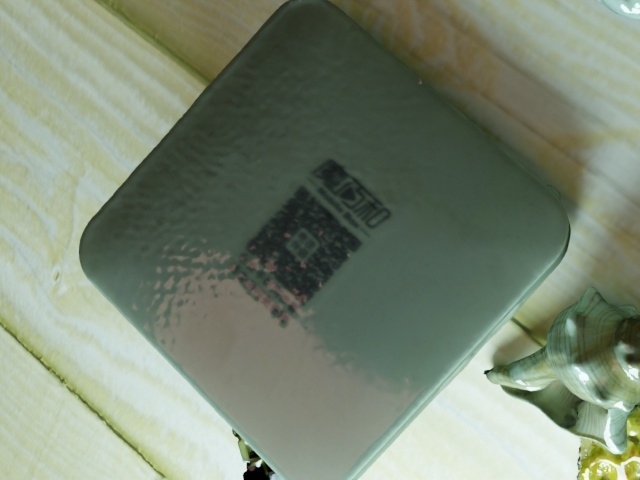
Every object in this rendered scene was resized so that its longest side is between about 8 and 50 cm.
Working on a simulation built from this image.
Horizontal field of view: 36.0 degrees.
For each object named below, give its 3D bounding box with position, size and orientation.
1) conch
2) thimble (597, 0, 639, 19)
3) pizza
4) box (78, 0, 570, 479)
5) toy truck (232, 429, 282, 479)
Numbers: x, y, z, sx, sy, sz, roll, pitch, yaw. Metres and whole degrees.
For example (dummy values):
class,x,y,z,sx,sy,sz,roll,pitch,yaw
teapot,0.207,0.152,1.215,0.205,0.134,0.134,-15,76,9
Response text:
class,x,y,z,sx,sy,sz,roll,pitch,yaw
conch,0.262,0.120,0.907,0.137,0.114,0.234,57,160,17
thimble,0.290,-0.261,0.744,0.210,0.149,0.186,3,103,30
pizza,0.298,0.218,0.946,0.160,0.035,0.099,-33,86,34
box,0.000,0.000,0.957,0.367,0.090,0.373,44,93,12
toy truck,-0.045,0.167,1.081,0.127,0.127,0.257,-15,97,2
